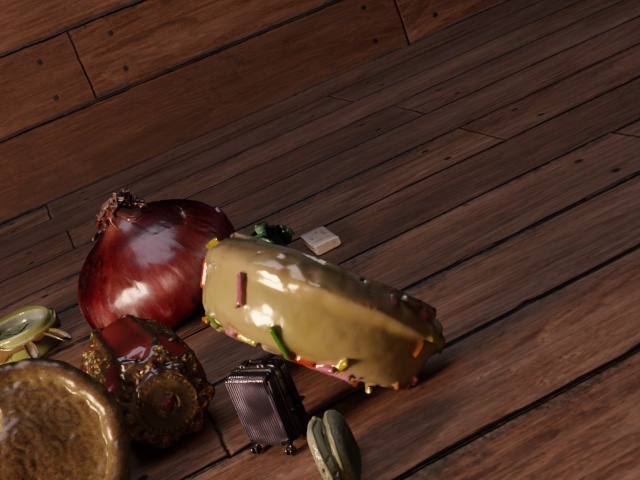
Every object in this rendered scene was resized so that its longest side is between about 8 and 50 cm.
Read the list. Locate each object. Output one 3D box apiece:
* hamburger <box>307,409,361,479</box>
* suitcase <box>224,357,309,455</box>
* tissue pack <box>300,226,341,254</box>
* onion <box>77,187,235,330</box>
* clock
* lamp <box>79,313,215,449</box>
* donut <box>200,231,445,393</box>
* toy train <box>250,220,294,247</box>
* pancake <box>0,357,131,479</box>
[{"bbox_3d":[0.014,0.253,1.285,0.054,0.084,0.121,-18,20,5],"label":"hamburger"},{"bbox_3d":[-0.070,0.221,1.401,0.086,0.126,0.059,-7,22,37],"label":"suitcase"},{"bbox_3d":[0.000,0.000,2.109,0.056,0.023,0.108,-25,19,-9],"label":"tissue pack"},{"bbox_3d":[-0.337,0.029,2.004,0.347,0.285,0.348,-27,23,13],"label":"onion"},{"bbox_3d":[-0.609,0.204,2.144,0.170,0.069,0.232,-34,23,-36],"label":"clock"},{"bbox_3d":[-0.269,0.212,1.592,0.177,0.177,0.274,-28,19,-19],"label":"lamp"},{"bbox_3d":[-0.023,0.100,1.490,0.371,0.307,0.150,13,79,57],"label":"donut"},{"bbox_3d":[-0.075,0.047,1.837,0.099,0.172,0.070,-21,14,43],"label":"toy train"},{"bbox_3d":[-0.390,0.292,1.380,0.288,0.286,0.033,-30,-15,-25],"label":"pancake"}]
